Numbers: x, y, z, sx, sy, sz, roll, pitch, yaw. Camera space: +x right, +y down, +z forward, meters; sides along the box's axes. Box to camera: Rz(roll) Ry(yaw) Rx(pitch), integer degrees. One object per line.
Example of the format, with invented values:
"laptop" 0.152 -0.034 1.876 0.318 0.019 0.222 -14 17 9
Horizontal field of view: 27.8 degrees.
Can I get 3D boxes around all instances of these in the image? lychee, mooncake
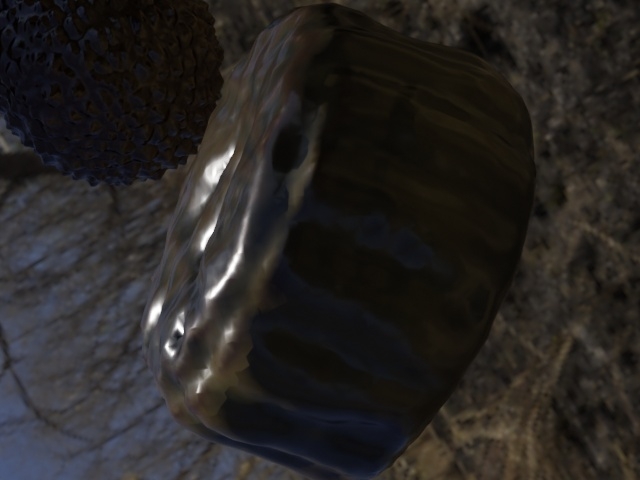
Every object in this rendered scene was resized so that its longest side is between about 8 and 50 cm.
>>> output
"lychee" -0.233 -0.180 1.360 0.267 0.267 0.267 59 -178 -3
"mooncake" 0.000 0.000 0.799 0.161 0.290 0.290 23 -167 -15
